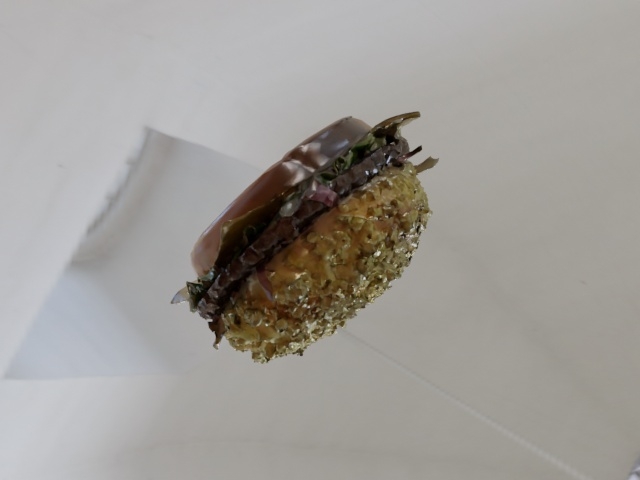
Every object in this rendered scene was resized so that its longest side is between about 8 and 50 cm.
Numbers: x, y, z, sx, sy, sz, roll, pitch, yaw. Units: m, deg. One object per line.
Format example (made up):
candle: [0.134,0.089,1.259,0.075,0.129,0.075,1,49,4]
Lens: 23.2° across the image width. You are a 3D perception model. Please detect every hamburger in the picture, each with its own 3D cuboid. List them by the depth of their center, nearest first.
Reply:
hamburger: [0.000,0.000,1.302,0.262,0.243,0.138,-40,-93,-22]
